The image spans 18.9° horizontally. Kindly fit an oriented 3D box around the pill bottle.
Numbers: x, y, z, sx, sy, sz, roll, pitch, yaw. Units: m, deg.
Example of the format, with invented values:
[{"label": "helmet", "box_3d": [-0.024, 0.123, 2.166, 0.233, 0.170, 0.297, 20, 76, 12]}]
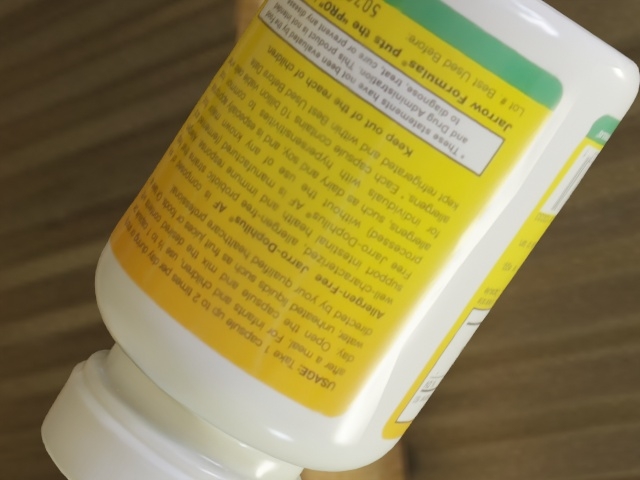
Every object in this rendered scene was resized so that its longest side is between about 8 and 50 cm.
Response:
[{"label": "pill bottle", "box_3d": [0.000, 0.000, 0.629, 0.117, 0.117, 0.208, 40, -78, 35]}]
